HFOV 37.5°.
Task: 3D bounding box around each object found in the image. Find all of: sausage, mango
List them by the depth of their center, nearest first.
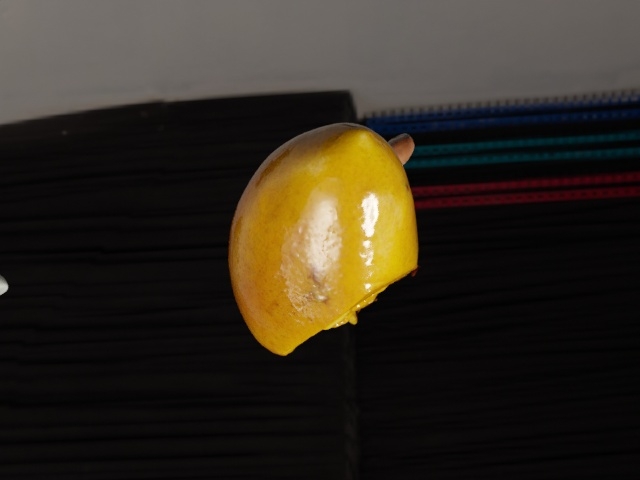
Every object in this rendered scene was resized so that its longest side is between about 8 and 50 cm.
[{"bbox_3d":[0.000,0.000,0.804,0.126,0.154,0.252,-34,158,-37],"label":"mango"},{"bbox_3d":[0.045,-0.089,1.225,0.043,0.186,0.043,54,-21,31],"label":"sausage"}]

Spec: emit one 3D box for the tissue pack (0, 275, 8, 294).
[{"bbox_3d":[-0.594,0.103,1.299,0.229,0.236,0.333,52,-54,23],"label":"tissue pack"}]
